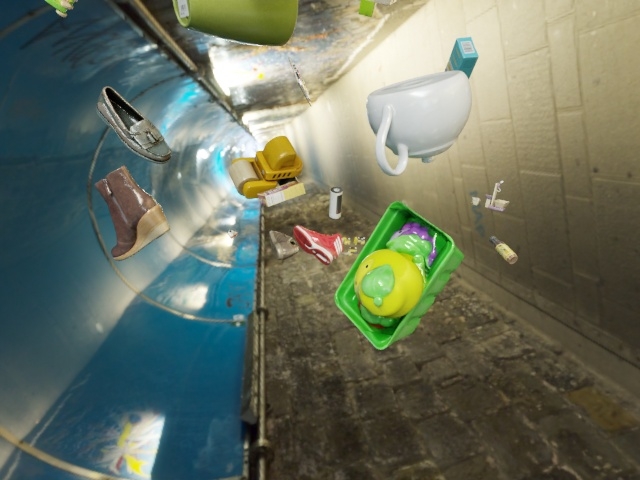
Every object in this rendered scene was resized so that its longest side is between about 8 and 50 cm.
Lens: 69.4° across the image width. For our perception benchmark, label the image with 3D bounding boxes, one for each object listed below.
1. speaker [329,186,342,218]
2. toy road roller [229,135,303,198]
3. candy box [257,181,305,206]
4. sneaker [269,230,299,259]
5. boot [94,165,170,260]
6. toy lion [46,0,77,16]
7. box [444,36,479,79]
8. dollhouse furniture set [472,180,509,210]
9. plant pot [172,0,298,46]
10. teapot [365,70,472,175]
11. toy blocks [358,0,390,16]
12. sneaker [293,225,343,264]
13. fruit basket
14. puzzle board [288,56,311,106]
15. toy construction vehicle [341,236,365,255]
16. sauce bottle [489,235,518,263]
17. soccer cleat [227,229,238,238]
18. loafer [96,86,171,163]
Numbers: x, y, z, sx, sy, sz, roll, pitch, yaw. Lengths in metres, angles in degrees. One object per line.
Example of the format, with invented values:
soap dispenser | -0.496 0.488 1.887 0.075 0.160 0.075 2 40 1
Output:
speaker | 0.067 -0.164 2.030 0.055 0.055 0.136 -110 18 -51
toy road roller | -0.241 -0.348 2.132 0.203 0.329 0.241 60 148 33
candy box | -0.173 -0.206 2.039 0.109 0.186 0.053 22 129 61
sneaker | -0.114 0.014 1.435 0.188 0.071 0.067 -126 28 -65
boot | -0.537 -0.069 1.256 0.207 0.248 0.090 55 -149 -13
toy lion | -0.644 -0.596 1.112 0.096 0.034 0.100 32 -150 -33
box | 0.523 -0.643 1.761 0.244 0.060 0.101 94 167 -65
dollhouse furniture set | 0.507 -0.139 1.346 0.114 0.090 0.081 -13 -64 -56
plant pot | -0.259 -0.691 1.325 0.274 0.293 0.275 35 135 45
teapot | 0.228 -0.267 1.058 0.253 0.255 0.187 -99 -6 -68
toy blocks | 0.245 -0.983 1.584 0.261 0.190 0.382 -61 -14 -56
sneaker | 0.000 0.000 1.867 0.221 0.128 0.087 43 144 22
fruit basket | 0.183 0.099 1.250 0.283 0.391 0.392 44 154 41
puzzle board | -0.057 -0.468 1.366 0.128 0.011 0.097 44 -155 -67
toy construction vehicle | 0.130 0.025 1.906 0.035 0.098 0.086 -97 16 -47
sauce bottle | 0.649 0.032 1.650 0.128 0.042 0.042 -120 15 -49
soccer cleat | -0.365 -0.029 1.911 0.036 0.029 0.083 56 -171 -9
loafer | -0.534 -0.328 1.316 0.267 0.096 0.084 40 137 3
